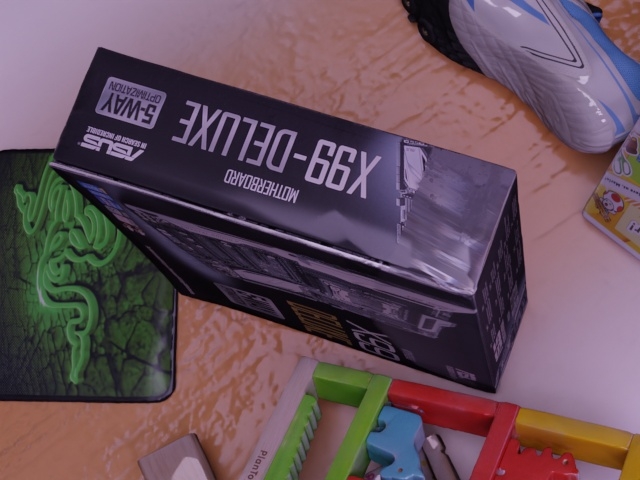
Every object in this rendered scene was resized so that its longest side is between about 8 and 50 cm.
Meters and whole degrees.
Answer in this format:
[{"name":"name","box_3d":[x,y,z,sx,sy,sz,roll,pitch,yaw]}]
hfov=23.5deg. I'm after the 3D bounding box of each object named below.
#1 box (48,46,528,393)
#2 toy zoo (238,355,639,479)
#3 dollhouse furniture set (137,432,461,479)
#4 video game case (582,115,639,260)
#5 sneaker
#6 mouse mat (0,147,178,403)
[{"name":"box","box_3d":[0.000,0.000,0.944,0.242,0.307,0.076,18,78,12]},{"name":"toy zoo","box_3d":[0.085,0.183,0.951,0.293,0.030,0.192,11,53,22]},{"name":"dollhouse furniture set","box_3d":[0.072,0.227,0.962,0.303,0.174,0.355,-29,77,4]},{"name":"video game case","box_3d":[0.295,-0.017,0.960,0.227,0.206,0.026,39,50,14]},{"name":"sneaker","box_3d":[0.136,-0.154,1.068,0.086,0.085,0.237,-36,69,-27]},{"name":"mouse mat","box_3d":[-0.177,0.024,1.127,0.152,0.007,0.190,-1,80,11]}]
